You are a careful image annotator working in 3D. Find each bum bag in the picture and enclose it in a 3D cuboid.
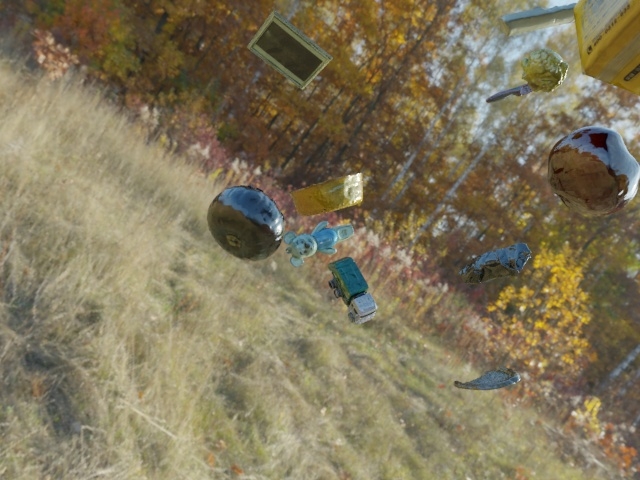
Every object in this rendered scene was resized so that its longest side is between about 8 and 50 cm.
[{"bbox_3d":[0.702,0.103,2.115,0.079,0.142,0.326,37,-40,-27],"label":"bum bag"}]

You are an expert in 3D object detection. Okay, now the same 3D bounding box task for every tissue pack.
[{"bbox_3d":[0.760,-0.544,1.100,0.228,0.294,0.382,18,-33,-10],"label":"tissue pack"}]

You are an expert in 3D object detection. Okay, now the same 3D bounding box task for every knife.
[{"bbox_3d":[0.673,-0.508,1.764,0.018,0.247,0.036,-152,-136,-74],"label":"knife"}]

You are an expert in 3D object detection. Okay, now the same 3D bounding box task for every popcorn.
[{"bbox_3d":[0.600,-0.450,1.384,0.106,0.116,0.121,-105,179,-49],"label":"popcorn"}]

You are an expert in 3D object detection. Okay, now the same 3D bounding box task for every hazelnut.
[{"bbox_3d":[0.712,-0.169,1.355,0.251,0.217,0.217,45,-4,-30],"label":"hazelnut"}]

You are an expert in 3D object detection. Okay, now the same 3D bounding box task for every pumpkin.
[{"bbox_3d":[-0.214,-0.047,1.494,0.232,0.163,0.233,16,-45,17],"label":"pumpkin"}]

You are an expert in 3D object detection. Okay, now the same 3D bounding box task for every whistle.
[{"bbox_3d":[0.000,0.000,1.624,0.077,0.235,0.114,-11,-84,71],"label":"whistle"}]

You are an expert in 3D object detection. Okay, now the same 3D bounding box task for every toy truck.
[{"bbox_3d":[0.116,0.178,1.928,0.253,0.114,0.124,60,-21,24],"label":"toy truck"}]

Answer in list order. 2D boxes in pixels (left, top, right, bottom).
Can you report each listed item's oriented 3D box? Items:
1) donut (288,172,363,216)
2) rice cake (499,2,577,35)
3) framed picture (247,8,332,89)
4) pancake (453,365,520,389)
[{"bbox_3d":[0.028,-0.160,1.861,0.277,0.277,0.109,-120,-164,-86],"label":"donut"},{"bbox_3d":[0.631,-0.631,1.460,0.057,0.255,0.052,87,-10,-74],"label":"rice cake"},{"bbox_3d":[-0.129,-0.760,2.097,0.293,0.018,0.231,33,-36,-20],"label":"framed picture"},{"bbox_3d":[0.502,0.411,1.543,0.184,0.020,0.190,-12,-1,35],"label":"pancake"}]
